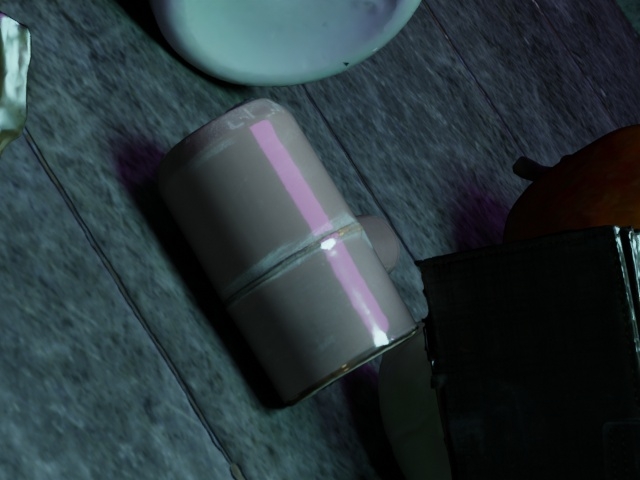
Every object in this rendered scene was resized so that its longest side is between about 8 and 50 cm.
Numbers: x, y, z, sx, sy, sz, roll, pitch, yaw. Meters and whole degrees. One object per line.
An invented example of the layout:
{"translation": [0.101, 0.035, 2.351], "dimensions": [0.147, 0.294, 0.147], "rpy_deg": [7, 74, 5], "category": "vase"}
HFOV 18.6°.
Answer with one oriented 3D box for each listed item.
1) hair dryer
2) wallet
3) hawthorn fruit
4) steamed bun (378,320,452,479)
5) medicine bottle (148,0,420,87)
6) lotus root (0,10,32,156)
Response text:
{"translation": [0.000, 0.000, 1.404], "dimensions": [0.189, 0.107, 0.344], "rpy_deg": [58, 12, 4], "category": "hair dryer"}
{"translation": [0.155, 0.155, 1.244], "dimensions": [0.044, 0.169, 0.317], "rpy_deg": [-6, 86, -51], "category": "wallet"}
{"translation": [0.306, 0.045, 1.719], "dimensions": [0.308, 0.308, 0.325], "rpy_deg": [50, 11, -15], "category": "hawthorn fruit"}
{"translation": [0.145, 0.159, 1.373], "dimensions": [0.238, 0.170, 0.152], "rpy_deg": [47, 41, -27], "category": "steamed bun"}
{"translation": [-0.059, -0.325, 1.553], "dimensions": [0.219, 0.219, 0.388], "rpy_deg": [35, 30, -44], "category": "medicine bottle"}
{"translation": [-0.288, -0.088, 0.840], "dimensions": [0.314, 0.142, 0.210], "rpy_deg": [44, 61, -40], "category": "lotus root"}
